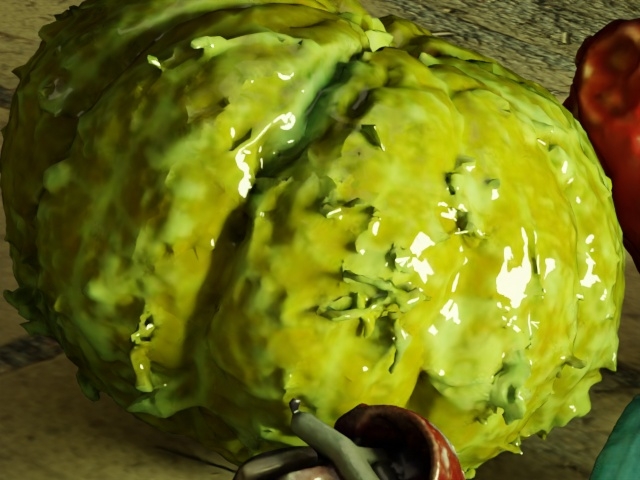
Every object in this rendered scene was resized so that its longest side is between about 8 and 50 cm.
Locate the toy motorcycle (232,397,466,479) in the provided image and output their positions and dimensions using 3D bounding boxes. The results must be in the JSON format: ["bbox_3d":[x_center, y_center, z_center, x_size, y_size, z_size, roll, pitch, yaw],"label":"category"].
[{"bbox_3d":[-0.023,0.124,0.703,0.213,0.122,0.082,-8,43,-35],"label":"toy motorcycle"}]

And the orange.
[{"bbox_3d":[0.000,0.000,0.876,0.301,0.223,0.300,25,20,12],"label":"orange"}]

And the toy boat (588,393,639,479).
[{"bbox_3d":[0.156,0.132,0.815,0.077,0.075,0.185,9,24,19],"label":"toy boat"}]

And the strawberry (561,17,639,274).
[{"bbox_3d":[0.260,0.017,0.939,0.336,0.149,0.265,29,-11,-3],"label":"strawberry"}]
